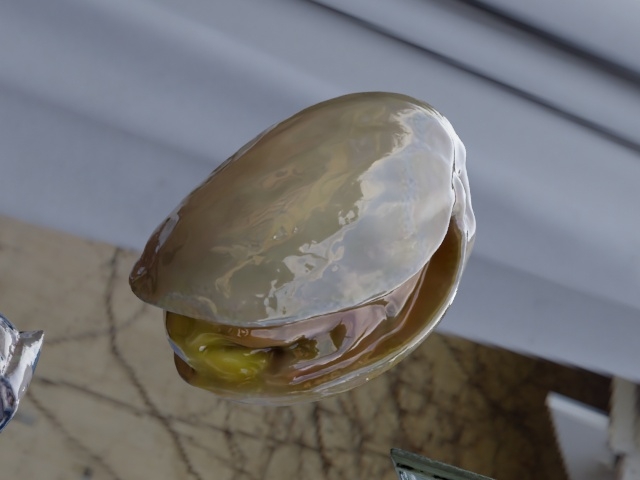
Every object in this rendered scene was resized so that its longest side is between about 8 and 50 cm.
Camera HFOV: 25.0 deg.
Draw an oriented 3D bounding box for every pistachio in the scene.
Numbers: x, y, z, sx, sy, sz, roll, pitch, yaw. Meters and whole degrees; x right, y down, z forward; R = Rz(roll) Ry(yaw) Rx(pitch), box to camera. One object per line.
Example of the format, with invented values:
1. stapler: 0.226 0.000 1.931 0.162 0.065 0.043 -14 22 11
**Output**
1. pistachio: 0.000 0.000 1.183 0.309 0.230 0.230 -33 175 -13

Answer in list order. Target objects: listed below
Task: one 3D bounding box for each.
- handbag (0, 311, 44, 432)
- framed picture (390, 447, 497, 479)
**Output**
1. handbag: -0.430 0.158 1.582 0.251 0.190 0.193 -45 -167 19
2. framed picture: 0.173 0.273 1.189 0.017 0.217 0.274 -59 147 -29
